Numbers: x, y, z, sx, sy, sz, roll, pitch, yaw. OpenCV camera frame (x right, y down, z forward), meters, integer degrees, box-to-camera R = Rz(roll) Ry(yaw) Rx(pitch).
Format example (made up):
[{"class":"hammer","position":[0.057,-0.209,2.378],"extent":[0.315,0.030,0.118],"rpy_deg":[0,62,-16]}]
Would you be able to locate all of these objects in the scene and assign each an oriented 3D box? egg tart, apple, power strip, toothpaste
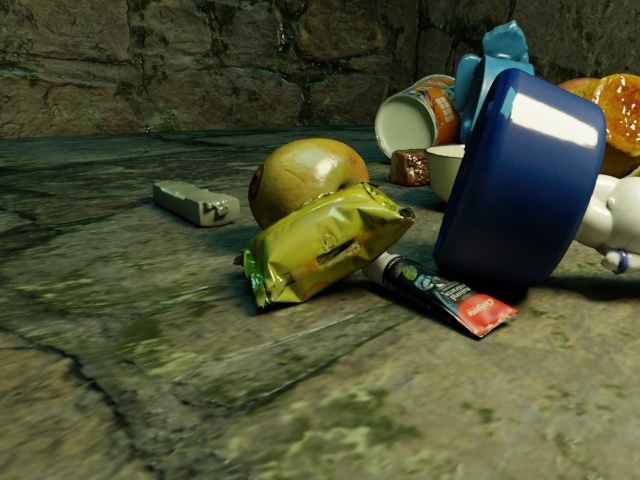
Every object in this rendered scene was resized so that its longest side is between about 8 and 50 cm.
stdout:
[{"class":"egg tart","position":[0.508,-0.199,1.010],"extent":[0.215,0.215,0.171],"rpy_deg":[-1,-13,-9]},{"class":"apple","position":[-0.020,-0.071,0.855],"extent":[0.155,0.183,0.182],"rpy_deg":[6,15,44]},{"class":"power strip","position":[-0.253,-0.078,1.077],"extent":[0.080,0.048,0.285],"rpy_deg":[-8,18,-37]},{"class":"toothpaste","position":[0.132,0.057,0.656],"extent":[0.071,0.045,0.193],"rpy_deg":[-20,30,-33]}]

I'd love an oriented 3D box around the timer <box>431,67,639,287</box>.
[{"class":"timer","position":[0.361,-0.036,0.697],"extent":[0.383,0.271,0.270],"rpy_deg":[18,18,8]}]

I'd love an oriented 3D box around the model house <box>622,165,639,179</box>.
[{"class":"model house","position":[0.633,-0.068,0.956],"extent":[0.193,0.175,0.234],"rpy_deg":[-14,3,-40]}]

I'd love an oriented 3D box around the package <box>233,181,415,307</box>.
[{"class":"package","position":[0.000,0.000,0.694],"extent":[0.226,0.090,0.168],"rpy_deg":[-27,22,-5]}]

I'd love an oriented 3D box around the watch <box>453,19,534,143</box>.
[{"class":"watch","position":[0.484,-0.404,1.493],"extent":[0.241,0.305,0.275],"rpy_deg":[11,46,6]}]

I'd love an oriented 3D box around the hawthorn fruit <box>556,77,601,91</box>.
[{"class":"hawthorn fruit","position":[0.601,-0.212,1.206],"extent":[0.276,0.277,0.298],"rpy_deg":[-7,10,-28]}]

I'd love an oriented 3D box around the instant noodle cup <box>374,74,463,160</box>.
[{"class":"instant noodle cup","position":[0.322,-0.364,1.755],"extent":[0.296,0.297,0.214],"rpy_deg":[14,28,38]}]

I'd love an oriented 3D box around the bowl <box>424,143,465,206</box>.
[{"class":"bowl","position":[0.329,-0.125,1.152],"extent":[0.237,0.127,0.238],"rpy_deg":[2,16,0]}]

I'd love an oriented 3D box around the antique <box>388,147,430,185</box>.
[{"class":"antique","position":[0.331,-0.198,1.484],"extent":[0.309,0.088,0.093],"rpy_deg":[-7,19,-29]}]
